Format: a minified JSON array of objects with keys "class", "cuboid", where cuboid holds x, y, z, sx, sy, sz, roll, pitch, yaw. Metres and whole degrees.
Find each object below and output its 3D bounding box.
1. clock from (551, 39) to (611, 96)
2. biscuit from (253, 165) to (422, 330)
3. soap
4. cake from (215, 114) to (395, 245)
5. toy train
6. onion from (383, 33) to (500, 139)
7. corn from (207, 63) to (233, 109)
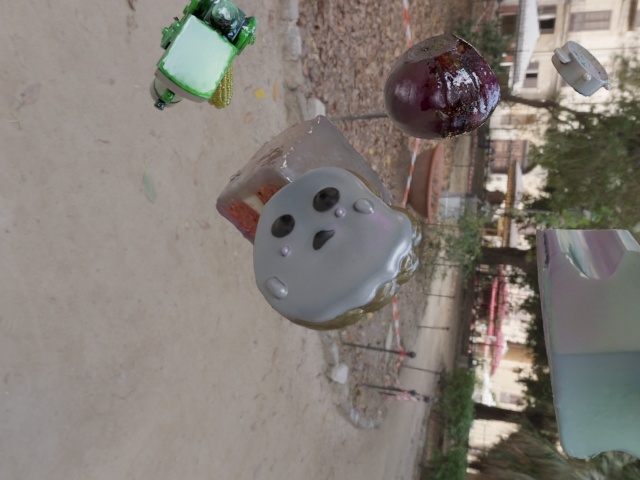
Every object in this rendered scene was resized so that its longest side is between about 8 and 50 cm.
[{"class":"clock","cuboid":[0.691,-0.455,1.241,0.063,0.229,0.155,-47,-134,49]},{"class":"biscuit","cuboid":[0.000,0.000,0.514,0.181,0.208,0.049,-42,143,2]},{"class":"soap","cuboid":[0.464,0.119,0.797,0.446,0.156,0.261,-43,123,-60]},{"class":"cake","cuboid":[-0.024,-0.071,0.963,0.309,0.237,0.230,45,45,-21]},{"class":"toy train","cuboid":[-0.155,-0.215,0.553,0.085,0.251,0.119,31,84,-27]},{"class":"onion","cuboid":[0.323,-0.426,1.352,0.260,0.336,0.281,-33,140,-10]},{"class":"corn","cuboid":[-0.224,-0.383,1.018,0.067,0.068,0.206,-66,171,-46]}]
